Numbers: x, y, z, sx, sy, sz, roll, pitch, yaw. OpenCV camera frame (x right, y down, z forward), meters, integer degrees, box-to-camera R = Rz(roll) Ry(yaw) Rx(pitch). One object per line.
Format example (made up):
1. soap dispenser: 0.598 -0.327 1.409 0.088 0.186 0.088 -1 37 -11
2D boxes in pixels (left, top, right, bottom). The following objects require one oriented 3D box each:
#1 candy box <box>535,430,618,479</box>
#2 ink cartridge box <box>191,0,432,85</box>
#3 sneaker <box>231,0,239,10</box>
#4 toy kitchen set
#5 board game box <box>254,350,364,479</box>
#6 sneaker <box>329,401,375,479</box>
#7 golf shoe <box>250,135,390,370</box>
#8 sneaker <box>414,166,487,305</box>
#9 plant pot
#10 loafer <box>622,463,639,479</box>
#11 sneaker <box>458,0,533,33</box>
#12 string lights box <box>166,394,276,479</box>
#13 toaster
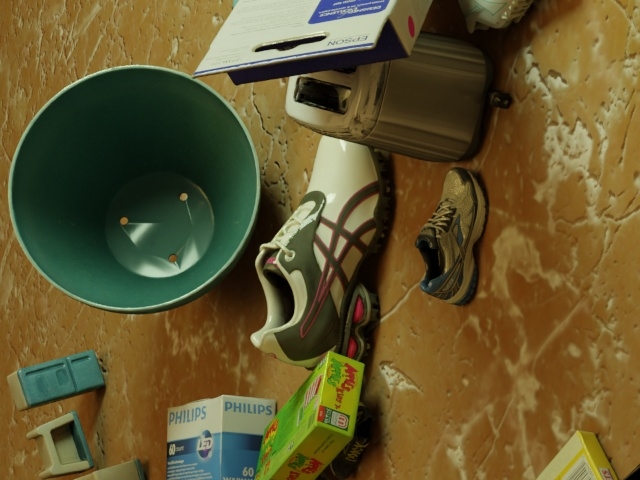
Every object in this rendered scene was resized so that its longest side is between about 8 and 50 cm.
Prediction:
1. candy box: 0.235 0.271 1.475 0.105 0.027 0.206 -58 38 34
2. ink cartridge box: 0.016 -0.232 1.669 0.371 0.176 0.069 -64 -38 -56
3. sneaker: -0.022 -0.320 1.977 0.125 0.104 0.261 5 87 57
4. toy kitchen set: -0.298 0.244 2.314 0.166 0.122 0.207 -28 79 53
5. board game box: -0.014 0.202 1.841 0.181 0.043 0.092 127 160 -49
6. sneaker: 0.033 0.210 1.820 0.035 0.031 0.083 25 104 58
7. golf shoe: 0.000 0.000 1.846 0.105 0.120 0.272 -11 72 59
8. sneaker: 0.123 -0.007 1.700 0.052 0.058 0.135 -11 73 58
9. plant pot: -0.205 -0.040 2.089 0.195 0.290 0.290 71 -161 -76
10. loafer: 0.239 0.230 1.390 0.220 0.078 0.080 -57 40 13
11. sneaker: 0.185 -0.236 1.673 0.152 0.054 0.061 -10 89 61
12. string lights box: -0.117 0.313 1.997 0.133 0.077 0.259 -18 67 56
13. toaster: 0.066 -0.150 1.744 0.227 0.146 0.129 24 104 58
